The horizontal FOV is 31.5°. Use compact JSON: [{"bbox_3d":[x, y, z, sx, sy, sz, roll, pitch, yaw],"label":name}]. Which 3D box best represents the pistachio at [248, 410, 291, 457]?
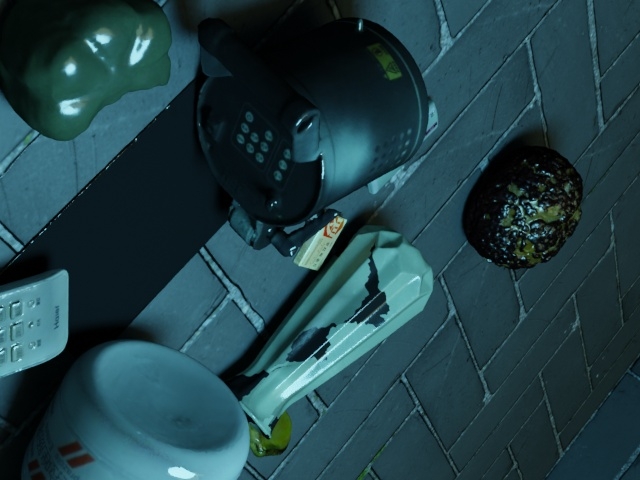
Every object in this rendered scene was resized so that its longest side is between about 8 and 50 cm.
[{"bbox_3d":[-0.094,0.304,1.843,0.173,0.049,0.090,65,40,-54],"label":"pistachio"}]

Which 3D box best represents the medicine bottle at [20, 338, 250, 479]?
[{"bbox_3d":[-0.253,0.305,1.418,0.245,0.245,0.306,-4,131,-54],"label":"medicine bottle"}]

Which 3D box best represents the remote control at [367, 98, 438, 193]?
[{"bbox_3d":[0.127,-0.143,1.749,0.166,0.029,0.065,-45,148,-18],"label":"remote control"}]

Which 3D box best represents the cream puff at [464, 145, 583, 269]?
[{"bbox_3d":[0.379,-0.054,2.065,0.239,0.165,0.239,-39,148,-30],"label":"cream puff"}]

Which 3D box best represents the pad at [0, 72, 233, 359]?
[{"bbox_3d":[-0.212,-0.027,1.396,0.367,0.007,0.248,-48,149,-14],"label":"pad"}]

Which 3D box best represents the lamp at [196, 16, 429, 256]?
[{"bbox_3d":[0.000,-0.157,1.365,0.272,0.205,0.374,-39,162,-23],"label":"lamp"}]

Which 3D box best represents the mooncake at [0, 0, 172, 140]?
[{"bbox_3d":[-0.231,-0.179,1.128,0.175,0.104,0.168,-52,156,0],"label":"mooncake"}]

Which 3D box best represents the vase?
[{"bbox_3d":[0.008,0.137,1.740,0.360,0.165,0.165,-43,148,-13],"label":"vase"}]

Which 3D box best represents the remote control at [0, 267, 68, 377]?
[{"bbox_3d":[-0.407,0.110,1.204,0.313,0.055,0.109,-18,128,-40],"label":"remote control"}]

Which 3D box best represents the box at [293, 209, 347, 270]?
[{"bbox_3d":[0.000,0.000,1.718,0.058,0.015,0.093,19,104,-58],"label":"box"}]
